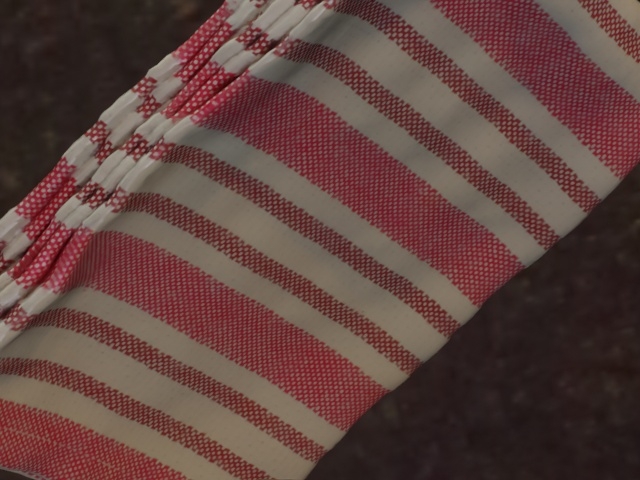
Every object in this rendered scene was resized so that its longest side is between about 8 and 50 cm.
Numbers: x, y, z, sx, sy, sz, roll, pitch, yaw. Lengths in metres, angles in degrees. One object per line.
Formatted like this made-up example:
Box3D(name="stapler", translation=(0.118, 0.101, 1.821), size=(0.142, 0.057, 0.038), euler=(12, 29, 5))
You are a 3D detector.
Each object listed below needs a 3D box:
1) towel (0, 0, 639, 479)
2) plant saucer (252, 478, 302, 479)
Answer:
Box3D(name="towel", translation=(0.000, 0.000, 0.489), size=(0.197, 0.144, 0.029), euler=(-44, 52, 13))
Box3D(name="plant saucer", translation=(0.081, 0.224, 0.389), size=(0.100, 0.400, 0.400), euler=(-24, 77, 18))
